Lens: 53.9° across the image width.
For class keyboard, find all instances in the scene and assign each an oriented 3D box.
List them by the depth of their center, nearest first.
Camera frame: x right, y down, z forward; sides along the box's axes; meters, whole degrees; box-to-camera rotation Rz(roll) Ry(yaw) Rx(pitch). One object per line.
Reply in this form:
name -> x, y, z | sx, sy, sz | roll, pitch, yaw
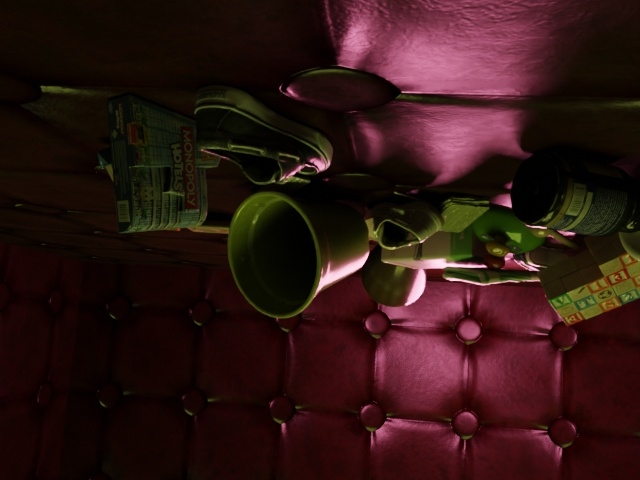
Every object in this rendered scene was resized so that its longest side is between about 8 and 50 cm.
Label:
keyboard -> -0.091, -0.114, 1.384 | 0.072, 0.014, 0.256 | 6, 171, -17

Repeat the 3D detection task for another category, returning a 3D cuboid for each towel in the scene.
towel -> 0.302, -0.059, 1.407 | 0.109, 0.027, 0.148 | 4, 153, -17
towel -> 0.502, 0.094, 1.586 | 0.324, 0.038, 0.248 | 3, 179, -12

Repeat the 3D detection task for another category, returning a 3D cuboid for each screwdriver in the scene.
screwdriver -> 0.235, -0.087, 1.399 | 0.169, 0.024, 0.025 | 14, 179, -33

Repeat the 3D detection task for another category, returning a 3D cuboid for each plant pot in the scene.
plant pot -> -0.027, 0.014, 1.439 | 0.275, 0.276, 0.253 | -3, -174, 40
plant pot -> 0.240, 0.072, 1.960 | 0.215, 0.216, 0.230 | 4, 158, 2

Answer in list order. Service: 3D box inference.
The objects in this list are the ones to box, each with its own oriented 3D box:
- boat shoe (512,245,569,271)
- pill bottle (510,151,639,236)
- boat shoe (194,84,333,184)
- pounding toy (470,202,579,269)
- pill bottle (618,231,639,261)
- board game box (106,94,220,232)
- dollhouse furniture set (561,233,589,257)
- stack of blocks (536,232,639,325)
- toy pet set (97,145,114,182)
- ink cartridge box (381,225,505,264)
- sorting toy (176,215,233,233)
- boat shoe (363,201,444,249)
boat shoe -> 0.727, 0.073, 2.021 | 0.254, 0.095, 0.079 | 10, 168, -30
pill bottle -> 0.441, -0.071, 1.050 | 0.219, 0.123, 0.122 | 7, 171, -21
boat shoe -> -0.077, -0.131, 0.943 | 0.108, 0.102, 0.301 | 0, 171, 27
pounding toy -> 0.431, 0.008, 1.423 | 0.236, 0.110, 0.183 | 10, 161, 49
pill bottle -> 0.698, -0.023, 1.132 | 0.278, 0.162, 0.162 | 7, 171, -19
board game box -> -0.223, -0.115, 0.970 | 0.060, 0.194, 0.194 | -1, -175, 38
dollhouse furniture set -> 0.681, 0.013, 1.453 | 0.151, 0.144, 0.123 | 40, 174, 6
stack of blocks -> 0.637, 0.060, 1.369 | 0.297, 0.087, 0.171 | -29, 131, 23
toy pet set -> -0.343, -0.154, 1.150 | 0.114, 0.065, 0.122 | -31, -167, -28
ink cartridge box -> 0.326, 0.008, 1.680 | 0.272, 0.115, 0.198 | -4, 169, 39
sorting toy -> -0.351, -0.050, 1.888 | 0.306, 0.041, 0.229 | 3, 176, 4
boat shoe -> 0.162, -0.027, 1.444 | 0.098, 0.096, 0.277 | 50, 157, -14
